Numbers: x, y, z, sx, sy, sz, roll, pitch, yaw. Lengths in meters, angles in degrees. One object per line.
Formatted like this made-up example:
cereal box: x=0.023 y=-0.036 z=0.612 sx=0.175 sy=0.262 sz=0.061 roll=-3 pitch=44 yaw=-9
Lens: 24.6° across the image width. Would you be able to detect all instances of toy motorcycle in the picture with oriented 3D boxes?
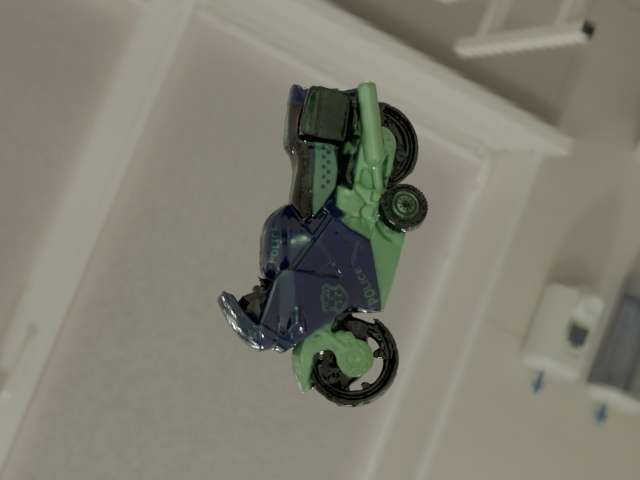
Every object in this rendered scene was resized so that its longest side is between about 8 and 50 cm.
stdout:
toy motorcycle: x=0.000 y=0.000 z=1.501 sx=0.196 sy=0.331 sz=0.125 roll=8 pitch=172 yaw=-10
